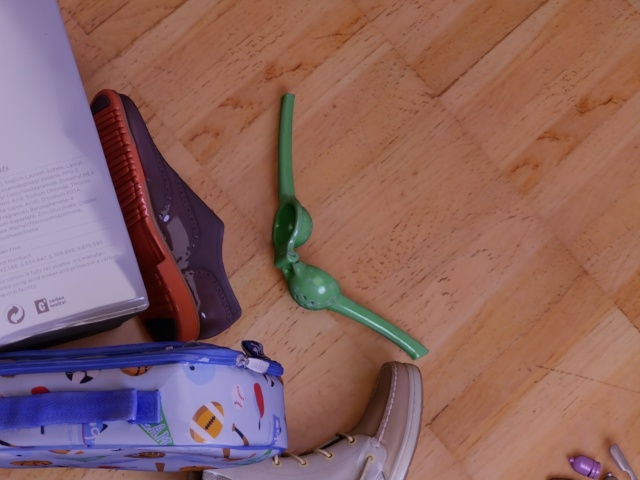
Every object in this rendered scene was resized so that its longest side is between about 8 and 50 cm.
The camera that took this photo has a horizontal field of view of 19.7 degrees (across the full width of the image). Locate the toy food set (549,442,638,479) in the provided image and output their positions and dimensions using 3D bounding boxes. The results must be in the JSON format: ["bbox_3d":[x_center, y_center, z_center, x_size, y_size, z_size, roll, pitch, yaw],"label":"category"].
[{"bbox_3d":[0.273,0.268,1.946,0.122,0.019,0.078,-30,88,-9],"label":"toy food set"}]

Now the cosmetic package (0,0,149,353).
[{"bbox_3d":[-0.301,-0.089,1.764,0.156,0.217,0.385,-14,86,-16],"label":"cosmetic package"}]

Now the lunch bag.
[{"bbox_3d":[-0.183,0.151,1.695,0.303,0.243,0.115,-6,79,19],"label":"lunch bag"}]

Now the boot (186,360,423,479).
[{"bbox_3d":[-0.021,0.218,1.844,0.203,0.095,0.262,22,80,-8],"label":"boot"}]

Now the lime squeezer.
[{"bbox_3d":[0.000,0.000,1.904,0.110,0.059,0.310,-27,87,-16],"label":"lime squeezer"}]

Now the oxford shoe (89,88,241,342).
[{"bbox_3d":[-0.160,-0.027,1.862,0.098,0.097,0.271,-18,89,-36],"label":"oxford shoe"}]
